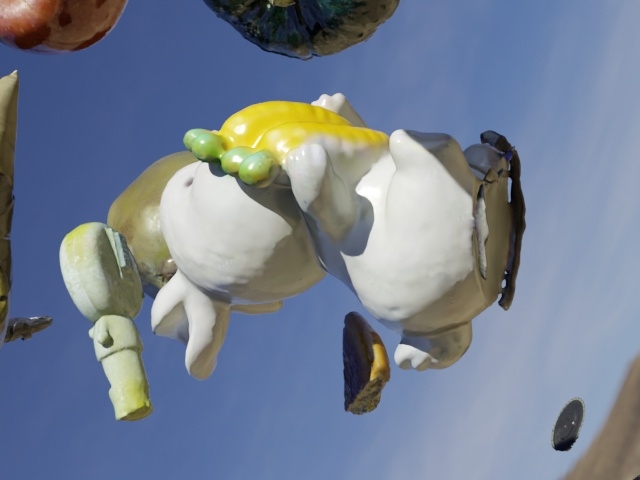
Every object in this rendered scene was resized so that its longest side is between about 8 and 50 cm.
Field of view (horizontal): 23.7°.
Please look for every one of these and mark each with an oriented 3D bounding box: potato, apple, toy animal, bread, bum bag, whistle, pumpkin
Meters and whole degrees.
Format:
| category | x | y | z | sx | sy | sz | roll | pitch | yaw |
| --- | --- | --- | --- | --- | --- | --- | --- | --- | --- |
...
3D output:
| category | x | y | z | sx | sy | sz | roll | pitch | yaw |
| --- | --- | --- | --- | --- | --- | --- | --- | --- | --- |
| potato | -0.147 | -0.012 | 2.027 | 0.326 | 0.243 | 0.220 | -13 | -59 | -61 |
| apple | -0.279 | -0.288 | 1.551 | 0.162 | 0.201 | 0.201 | -39 | -31 | -54 |
| toy animal | -0.001 | -0.007 | 1.214 | 0.182 | 0.310 | 0.247 | -69 | -29 | -52 |
| bread | 0.060 | 0.161 | 2.130 | 0.154 | 0.054 | 0.136 | 117 | 146 | -58 |
| bum bag | -0.430 | 0.123 | 2.088 | 0.124 | 0.034 | 0.058 | -3 | -20 | -28 |
| whistle | -0.192 | 0.074 | 1.439 | 0.057 | 0.198 | 0.104 | -24 | -23 | 14 |
| pumpkin | -0.022 | -0.259 | 1.352 | 0.152 | 0.212 | 0.211 | -55 | -17 | -57 |

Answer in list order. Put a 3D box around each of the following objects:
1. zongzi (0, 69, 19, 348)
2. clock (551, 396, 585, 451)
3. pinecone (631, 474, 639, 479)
| category | x | y | z | sx | sy | sz | roll | pitch | yaw |
| --- | --- | --- | --- | --- | --- | --- | --- | --- | --- |
| zongzi | -0.448 | -0.033 | 1.555 | 0.145 | 0.274 | 0.299 | 146 | 127 | -81 |
| clock | 0.357 | 0.264 | 2.192 | 0.074 | 0.010 | 0.083 | -5 | 62 | 69 |
| pinecone | 0.478 | 0.332 | 1.769 | 0.244 | 0.257 | 0.243 | -4 | -82 | -32 |
